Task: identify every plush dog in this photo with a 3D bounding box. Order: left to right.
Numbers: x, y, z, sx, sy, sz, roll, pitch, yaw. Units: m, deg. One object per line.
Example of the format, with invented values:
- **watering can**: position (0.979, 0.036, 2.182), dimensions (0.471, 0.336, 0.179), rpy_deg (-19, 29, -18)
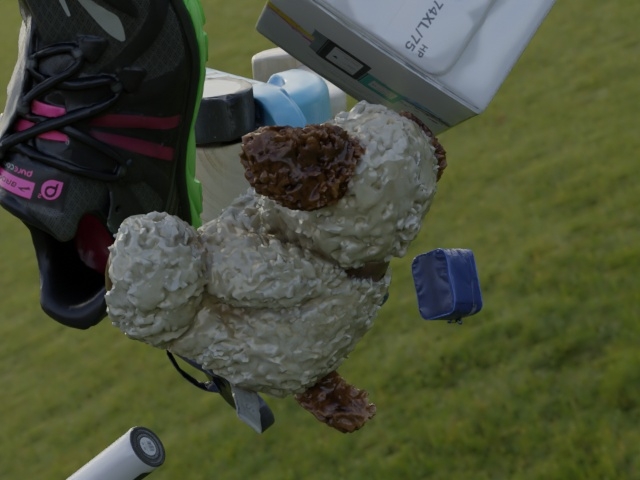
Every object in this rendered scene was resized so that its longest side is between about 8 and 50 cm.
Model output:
- **plush dog**: position (0.000, 0.000, 1.154), dimensions (0.225, 0.210, 0.262), rpy_deg (-58, -18, 22)

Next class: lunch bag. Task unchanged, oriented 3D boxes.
- **lunch bag**: position (0.165, 0.059, 1.975), dimensions (0.065, 0.098, 0.067), rpy_deg (-2, -10, -43)

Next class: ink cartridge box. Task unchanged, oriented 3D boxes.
- **ink cartridge box**: position (0.084, -0.225, 1.323), dimensions (0.198, 0.197, 0.270), rpy_deg (-57, 5, -5)

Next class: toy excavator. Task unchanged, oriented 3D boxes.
- **toy excavator**: position (-0.069, -0.145, 2.024), dimensions (0.445, 0.222, 0.433), rpy_deg (-16, 22, -32)

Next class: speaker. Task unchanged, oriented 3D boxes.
- **speaker**: position (-0.244, 0.271, 1.801), dimensions (0.136, 0.055, 0.055), rpy_deg (-38, 10, 26)

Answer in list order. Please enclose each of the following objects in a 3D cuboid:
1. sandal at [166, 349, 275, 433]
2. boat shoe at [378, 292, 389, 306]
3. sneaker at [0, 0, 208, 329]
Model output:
- **sandal**: position (-0.166, 0.185, 2.244), dimensions (0.054, 0.097, 0.254), rpy_deg (-37, 61, -17)
- **boat shoe**: position (-0.031, 0.070, 2.130), dimensions (0.258, 0.109, 0.089), rpy_deg (-6, 53, -26)
- **sneaker**: position (-0.218, -0.110, 1.467), dimensions (0.185, 0.483, 0.202), rpy_deg (14, 41, 25)
